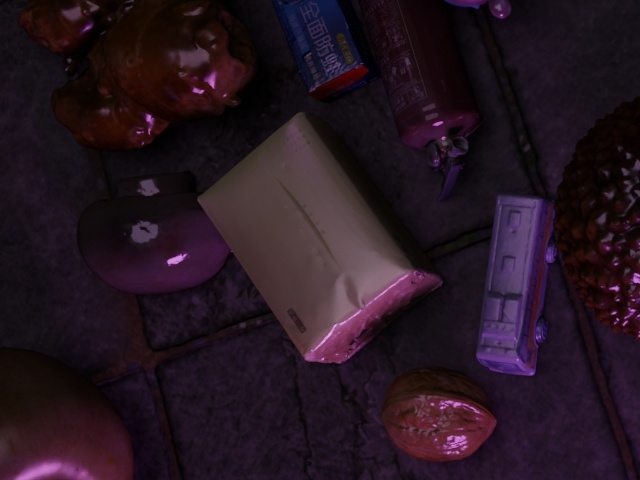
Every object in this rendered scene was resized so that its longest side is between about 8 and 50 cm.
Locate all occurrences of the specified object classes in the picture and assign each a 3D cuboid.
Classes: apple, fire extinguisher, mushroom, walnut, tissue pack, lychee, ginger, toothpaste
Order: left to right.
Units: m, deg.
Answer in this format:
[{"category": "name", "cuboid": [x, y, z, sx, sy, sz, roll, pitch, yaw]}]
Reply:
[{"category": "apple", "cuboid": [-0.347, 0.247, 1.993, 0.257, 0.256, 0.234, -57, 37, 5]}, {"category": "ginger", "cuboid": [-0.220, -0.267, 2.070, 0.274, 0.152, 0.358, -33, 69, 35]}, {"category": "mushroom", "cuboid": [-0.199, -0.007, 2.043, 0.188, 0.117, 0.141, -7, 91, 17]}, {"category": "toothpaste", "cuboid": [-0.027, -0.316, 2.038, 0.076, 0.066, 0.320, -27, 74, 16]}, {"category": "tissue pack", "cuboid": [0.000, 0.000, 1.944, 0.159, 0.125, 0.234, -39, 71, 12]}, {"category": "fire extinguisher", "cuboid": [0.112, -0.183, 1.949, 0.104, 0.105, 0.269, -22, 74, 18]}, {"category": "walnut", "cuboid": [0.126, 0.185, 1.881, 0.124, 0.105, 0.105, 1, 82, 16]}, {"category": "lychee", "cuboid": [0.349, -0.027, 1.741, 0.267, 0.267, 0.268, -4, 81, 22]}]

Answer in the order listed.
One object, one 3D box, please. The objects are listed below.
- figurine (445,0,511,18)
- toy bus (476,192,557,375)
[{"category": "figurine", "cuboid": [0.156, -0.371, 1.917, 0.205, 0.103, 0.260, 18, 64, -6]}, {"category": "toy bus", "cuboid": [0.209, 0.045, 1.880, 0.064, 0.075, 0.191, 6, 83, 22]}]
